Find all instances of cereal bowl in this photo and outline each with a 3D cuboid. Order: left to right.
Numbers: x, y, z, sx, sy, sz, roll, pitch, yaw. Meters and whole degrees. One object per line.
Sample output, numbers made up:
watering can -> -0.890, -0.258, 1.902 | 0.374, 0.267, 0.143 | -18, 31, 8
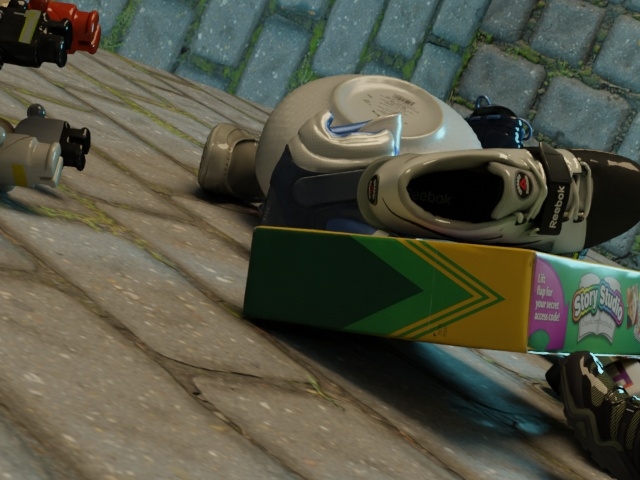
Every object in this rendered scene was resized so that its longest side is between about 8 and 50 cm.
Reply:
cereal bowl -> 0.081, -0.133, 1.884 | 0.338, 0.141, 0.339 | 8, 38, -6

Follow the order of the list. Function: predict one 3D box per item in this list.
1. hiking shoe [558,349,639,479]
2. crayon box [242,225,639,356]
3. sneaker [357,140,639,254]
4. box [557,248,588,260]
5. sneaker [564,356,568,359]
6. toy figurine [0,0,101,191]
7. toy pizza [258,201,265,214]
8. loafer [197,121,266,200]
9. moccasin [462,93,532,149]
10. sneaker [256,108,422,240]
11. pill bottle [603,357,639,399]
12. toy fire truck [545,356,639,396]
hiking shoe -> 0.309, 0.178, 1.208 | 0.086, 0.114, 0.227 | 14, 38, -52
crayon box -> 0.150, 0.059, 1.419 | 0.313, 0.106, 0.363 | 6, -1, 32
sneaker -> 0.215, -0.043, 1.426 | 0.330, 0.123, 0.146 | -3, 0, -10
box -> 0.374, 0.004, 2.336 | 0.184, 0.191, 0.045 | 27, 10, 24
sneaker -> 0.469, 0.157, 1.840 | 0.343, 0.146, 0.134 | 27, 10, 23
toy figurine -> -0.333, -0.163, 1.435 | 0.148, 0.210, 0.213 | 8, 15, 1
toy pizza -> 0.000, 0.000, 1.902 | 0.201, 0.032, 0.201 | 24, 10, -5
loafer -> -0.109, -0.116, 2.041 | 0.111, 0.112, 0.319 | 17, 7, 8
moccasin -> 0.301, -0.169, 2.245 | 0.137, 0.117, 0.342 | 24, 8, -9
sneaker -> 0.091, -0.037, 1.691 | 0.322, 0.236, 0.130 | 21, 9, -14
pill bottle -> 0.345, 0.189, 1.454 | 0.108, 0.108, 0.193 | 24, 9, 2
toy fire truck -> 0.439, 0.192, 1.654 | 0.246, 0.158, 0.217 | 47, 22, 19
